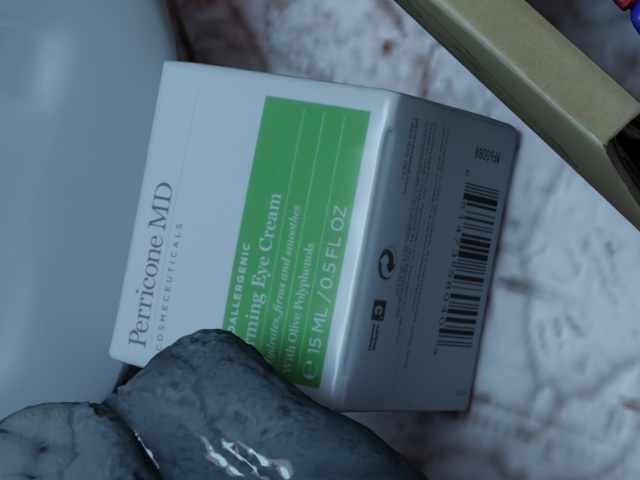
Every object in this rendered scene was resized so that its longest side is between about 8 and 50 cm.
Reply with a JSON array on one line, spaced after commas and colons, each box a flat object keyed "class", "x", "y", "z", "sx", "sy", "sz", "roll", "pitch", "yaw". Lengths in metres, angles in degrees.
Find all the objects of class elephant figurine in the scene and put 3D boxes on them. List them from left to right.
[{"class": "elephant figurine", "x": -0.020, "y": 0.146, "z": 0.602, "sx": 0.169, "sy": 0.239, "sz": 0.186, "roll": -34, "pitch": 57, "yaw": -14}]

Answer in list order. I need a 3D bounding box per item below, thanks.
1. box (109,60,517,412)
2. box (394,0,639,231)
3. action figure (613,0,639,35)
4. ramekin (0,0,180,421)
[{"class": "box", "x": 0.000, "y": 0.000, "z": 0.638, "sx": 0.087, "sy": 0.102, "sz": 0.101, "roll": 11, "pitch": 91, "yaw": 29}, {"class": "box", "x": 0.040, "y": -0.071, "z": 0.586, "sx": 0.021, "sy": 0.164, "sz": 0.201, "roll": -46, "pitch": 64, "yaw": 5}, {"class": "action figure", "x": 0.124, "y": -0.069, "z": 0.602, "sx": 0.280, "sy": 0.139, "sz": 0.091, "roll": 45, "pitch": 103, "yaw": 0}, {"class": "ramekin", "x": -0.173, "y": -0.025, "z": 0.613, "sx": 0.135, "sy": 0.277, "sz": 0.277, "roll": 19, "pitch": 93, "yaw": 45}]
